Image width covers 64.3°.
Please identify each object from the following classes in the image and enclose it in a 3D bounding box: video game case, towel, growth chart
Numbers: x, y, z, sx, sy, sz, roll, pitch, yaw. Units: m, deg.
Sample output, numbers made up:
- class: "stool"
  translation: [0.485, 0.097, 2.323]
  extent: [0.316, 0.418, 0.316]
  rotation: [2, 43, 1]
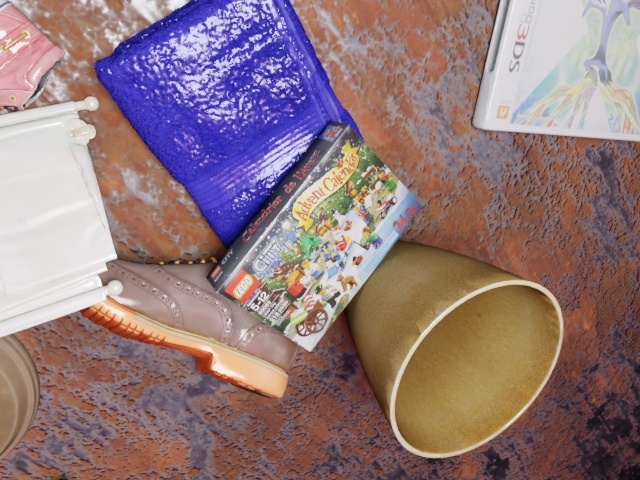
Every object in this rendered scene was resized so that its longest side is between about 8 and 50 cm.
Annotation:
- class: "video game case"
  translation: [0.392, -0.301, 0.732]
  extent: [0.328, 0.036, 0.300]
  rotation: [-1, 113, -22]
- class: "towel"
  translation: [-0.073, -0.127, 0.596]
  extent: [0.227, 0.076, 0.308]
  rotation: [-36, 121, -5]
- class: "growth chart"
  translation: [-0.298, -0.027, 0.516]
  extent: [0.171, 0.021, 0.237]
  rotation: [-11, 83, -14]

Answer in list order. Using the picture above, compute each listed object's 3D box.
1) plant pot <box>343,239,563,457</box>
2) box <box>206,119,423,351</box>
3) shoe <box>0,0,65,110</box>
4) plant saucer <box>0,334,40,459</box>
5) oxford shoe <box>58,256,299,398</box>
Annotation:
- class: "plant pot"
  translation: [0.133, 0.100, 0.673]
  extent: [0.237, 0.254, 0.237]
  rotation: [-10, 118, -20]
- class: "box"
  translation: [0.000, 0.000, 0.608]
  extent: [0.159, 0.044, 0.233]
  rotation: [40, 87, -35]
- class: "shoe"
  translation: [-0.332, -0.143, 0.490]
  extent: [0.081, 0.063, 0.178]
  rotation: [40, 89, -25]
- class: "plant saucer"
  translation: [-0.485, 0.195, 0.592]
  extent: [0.277, 0.041, 0.278]
  rotation: [-8, 114, -19]
- class: "oxford shoe"
  translation: [-0.183, 0.070, 0.636]
  extent: [0.363, 0.130, 0.133]
  rotation: [33, 66, -25]
